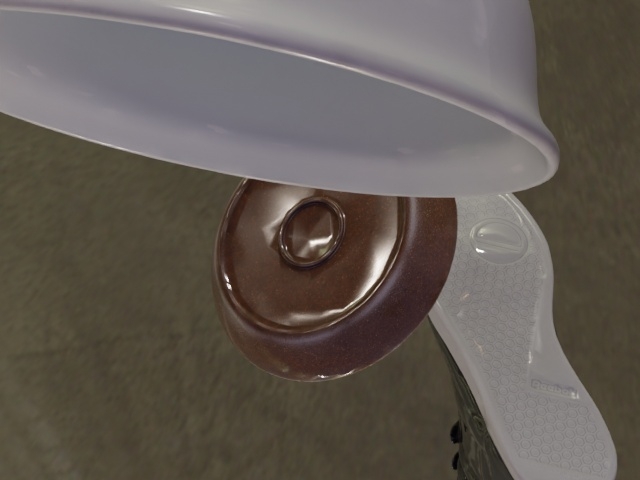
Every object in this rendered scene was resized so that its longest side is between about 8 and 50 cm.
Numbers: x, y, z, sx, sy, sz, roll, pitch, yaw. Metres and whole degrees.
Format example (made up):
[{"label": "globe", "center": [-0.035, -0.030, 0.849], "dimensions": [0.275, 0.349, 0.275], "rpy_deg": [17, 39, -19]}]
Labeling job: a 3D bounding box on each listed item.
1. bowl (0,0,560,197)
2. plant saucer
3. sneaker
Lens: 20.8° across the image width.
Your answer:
[{"label": "bowl", "center": [-0.032, -0.117, 0.769], "dimensions": [0.298, 0.298, 0.134], "rpy_deg": [10, 83, 4]}, {"label": "plant saucer", "center": [0.000, 0.000, 1.038], "dimensions": [0.168, 0.029, 0.168], "rpy_deg": [-12, 64, 27]}, {"label": "sneaker", "center": [0.122, 0.093, 1.271], "dimensions": [0.105, 0.295, 0.147], "rpy_deg": [-9, 147, -14]}]
